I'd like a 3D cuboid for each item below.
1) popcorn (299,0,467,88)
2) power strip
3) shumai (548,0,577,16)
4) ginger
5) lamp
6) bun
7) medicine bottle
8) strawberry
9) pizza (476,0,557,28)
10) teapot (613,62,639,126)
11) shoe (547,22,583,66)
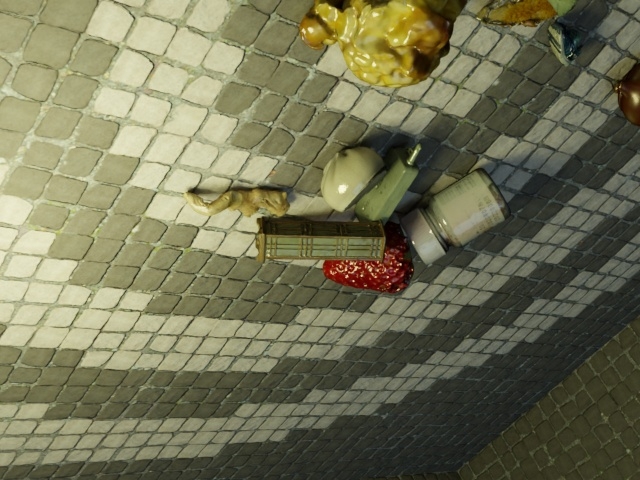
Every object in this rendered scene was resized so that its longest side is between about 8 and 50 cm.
[{"bbox_3d":[0.125,-0.427,1.682,0.332,0.225,0.265,-7,134,9],"label":"popcorn"},{"bbox_3d":[0.178,-0.144,2.166,0.053,0.093,0.288,3,135,-31],"label":"power strip"},{"bbox_3d":[0.400,-0.563,1.523,0.292,0.288,0.330,-11,178,22],"label":"shumai"},{"bbox_3d":[-0.194,-0.088,2.025,0.288,0.075,0.089,-3,144,-36],"label":"ginger"},{"bbox_3d":[0.000,0.000,2.145,0.325,0.089,0.090,0,122,-7],"label":"lamp"},{"bbox_3d":[0.069,-0.159,2.052,0.173,0.120,0.173,-44,176,-4],"label":"bun"},{"bbox_3d":[0.367,-0.065,2.330,0.273,0.165,0.165,-33,145,8],"label":"medicine bottle"},{"bbox_3d":[0.126,0.058,2.317,0.244,0.205,0.205,-15,145,3],"label":"strawberry"},{"bbox_3d":[0.484,-0.550,1.870,0.297,0.071,0.189,-32,157,12],"label":"pizza"},{"bbox_3d":[0.858,-0.397,2.277,0.252,0.135,0.178,-3,111,-58],"label":"teapot"},{"bbox_3d":[0.590,-0.477,2.037,0.071,0.064,0.143,-35,147,12],"label":"shoe"}]
